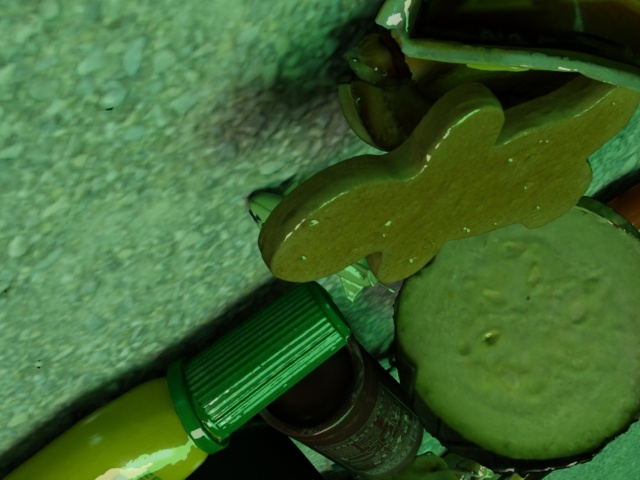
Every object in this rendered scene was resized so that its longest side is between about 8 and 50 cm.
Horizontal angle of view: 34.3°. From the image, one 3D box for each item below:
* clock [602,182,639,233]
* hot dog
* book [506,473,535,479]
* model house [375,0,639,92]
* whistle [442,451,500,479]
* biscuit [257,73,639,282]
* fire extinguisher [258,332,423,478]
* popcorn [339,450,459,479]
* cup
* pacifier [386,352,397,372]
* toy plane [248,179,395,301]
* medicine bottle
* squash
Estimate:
[{"bbox_3d":[0.290,0.013,1.024,0.205,0.051,0.205,-27,150,-17],"label":"clock"},{"bbox_3d":[0.118,-0.103,0.636,0.270,0.072,0.109,-6,142,-41],"label":"hot dog"},{"bbox_3d":[0.347,0.304,1.503,0.263,0.028,0.374,-29,159,-23],"label":"book"},{"bbox_3d":[0.163,-0.233,0.439,0.324,0.340,0.300,-20,-158,26],"label":"model house"},{"bbox_3d":[0.280,0.203,1.294,0.326,0.068,0.057,-46,164,17],"label":"whistle"},{"bbox_3d":[0.071,-0.035,0.585,0.240,0.035,0.158,-16,148,-27],"label":"biscuit"},{"bbox_3d":[0.025,0.152,0.899,0.105,0.105,0.269,-37,152,2],"label":"fire extinguisher"},{"bbox_3d":[0.080,0.323,1.156,0.168,0.173,0.195,-1,177,32],"label":"popcorn"},{"bbox_3d":[-0.074,0.248,0.854,0.223,0.176,0.169,9,132,-49],"label":"cup"},{"bbox_3d":[0.108,0.119,0.964,0.099,0.078,0.081,-20,169,-28],"label":"pacifier"},{"bbox_3d":[0.000,0.000,0.669,0.111,0.102,0.040,41,80,-25],"label":"toy plane"},{"bbox_3d":[-0.113,0.135,0.745,0.309,0.076,0.111,-38,153,2],"label":"medicine bottle"},{"bbox_3d":[0.176,0.076,0.818,0.220,0.220,0.133,-43,150,14],"label":"squash"}]
